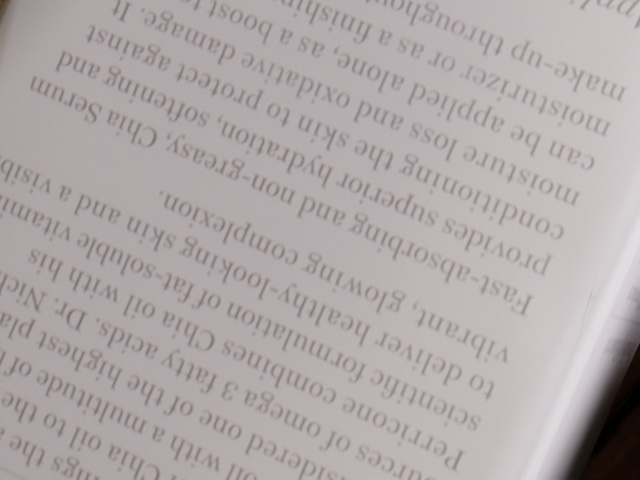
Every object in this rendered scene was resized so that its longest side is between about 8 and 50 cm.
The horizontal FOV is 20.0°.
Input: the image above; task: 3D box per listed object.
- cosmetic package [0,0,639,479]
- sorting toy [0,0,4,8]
[{"bbox_3d":[0.000,0.000,0.642,0.230,0.161,0.453,25,92,16],"label":"cosmetic package"},{"bbox_3d":[-0.094,0.037,0.792,0.255,0.089,0.257,27,92,10],"label":"sorting toy"}]
